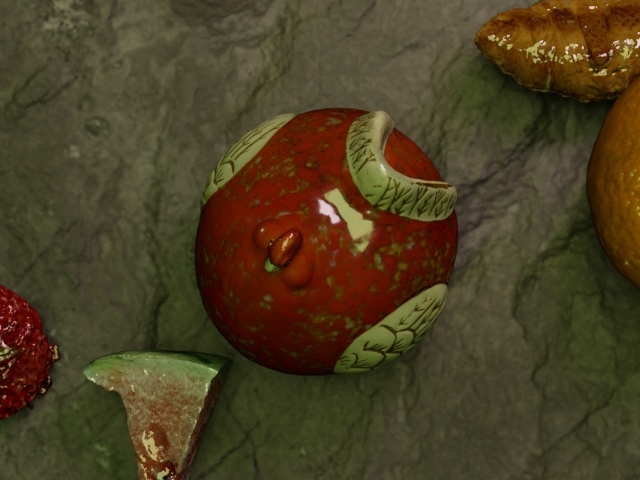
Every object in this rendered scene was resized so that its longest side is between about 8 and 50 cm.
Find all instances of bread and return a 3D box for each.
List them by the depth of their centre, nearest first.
[{"bbox_3d":[0.256,-0.173,1.535,0.233,0.076,0.105,-8,44,-2],"label":"bread"}]

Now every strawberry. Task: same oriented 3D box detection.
[{"bbox_3d":[-0.319,0.105,1.550,0.145,0.086,0.145,-1,83,5],"label":"strawberry"}]

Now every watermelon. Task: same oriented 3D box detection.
[{"bbox_3d":[-0.120,0.159,1.530,0.121,0.098,0.158,-26,79,16],"label":"watermelon"}]

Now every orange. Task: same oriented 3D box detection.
[{"bbox_3d":[0.319,-0.061,1.477,0.158,0.179,0.237,17,91,26],"label":"orange"}]

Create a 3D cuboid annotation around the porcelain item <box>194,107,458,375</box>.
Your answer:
[{"bbox_3d":[0.000,0.000,1.466,0.253,0.253,0.253,0,85,4],"label":"porcelain item"}]
